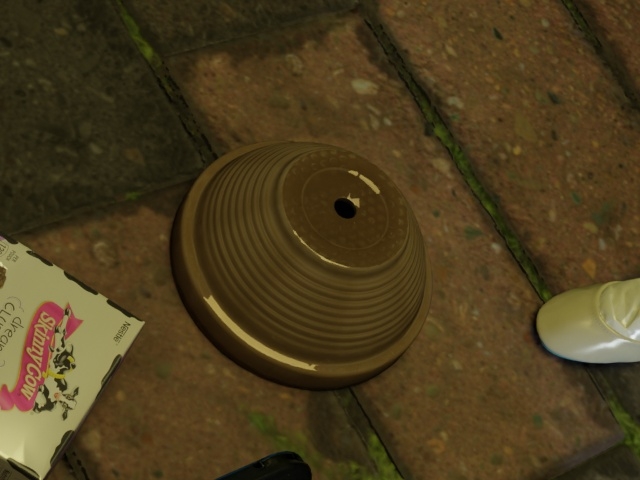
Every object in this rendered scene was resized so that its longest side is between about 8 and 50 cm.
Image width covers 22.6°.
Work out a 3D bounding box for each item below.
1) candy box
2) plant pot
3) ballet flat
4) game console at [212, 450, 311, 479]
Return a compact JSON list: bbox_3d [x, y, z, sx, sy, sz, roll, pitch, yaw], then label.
[{"bbox_3d":[-0.260,0.082,1.215,0.196,0.070,0.165,33,52,-4],"label":"candy box"},{"bbox_3d":[0.000,0.000,1.369,0.237,0.109,0.237,12,57,-19],"label":"plant pot"},{"bbox_3d":[0.320,0.067,1.499,0.249,0.086,0.086,0,61,-25],"label":"ballet flat"},{"bbox_3d":[-0.092,0.324,1.091,0.293,0.250,0.173,-21,45,-34],"label":"game console"}]
